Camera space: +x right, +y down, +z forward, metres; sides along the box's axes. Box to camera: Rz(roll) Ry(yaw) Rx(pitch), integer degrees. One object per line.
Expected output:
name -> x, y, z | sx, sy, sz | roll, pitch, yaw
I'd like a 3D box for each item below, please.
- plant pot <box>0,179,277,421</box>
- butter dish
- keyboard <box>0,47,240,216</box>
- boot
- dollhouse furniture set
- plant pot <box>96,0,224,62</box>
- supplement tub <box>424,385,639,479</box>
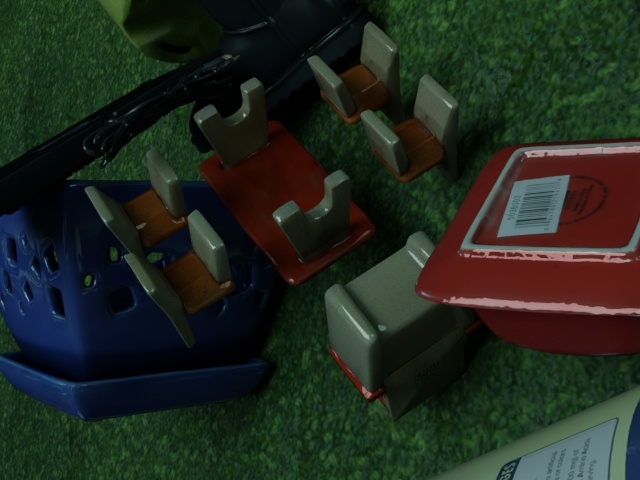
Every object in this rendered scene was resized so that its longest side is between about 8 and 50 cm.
plant pot -> -0.185, 0.049, 0.838 | 0.236, 0.236, 0.212 | 1, 91, 51
butter dish -> 0.165, 0.017, 0.531 | 0.160, 0.118, 0.160 | 2, 42, 36
keyboard -> -0.180, -0.082, 0.696 | 0.201, 0.317, 0.033 | -11, 115, 42
boot -> -0.093, -0.223, 0.830 | 0.246, 0.207, 0.094 | -31, 16, 35
dollhouse furniture set -> 0.000, 0.000, 0.659 | 0.262, 0.135, 0.259 | -33, 57, -11
plant pot -> -0.180, -0.346, 0.961 | 0.276, 0.276, 0.254 | -50, 57, 28
supplement tub -> 0.126, 0.215, 0.414 | 0.325, 0.235, 0.235 | -37, 53, 37
